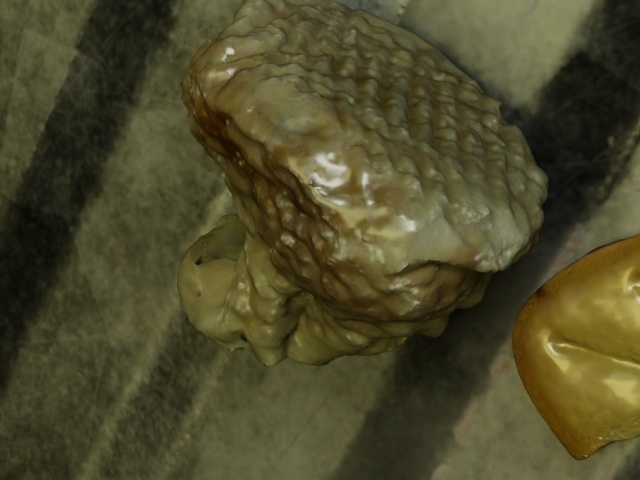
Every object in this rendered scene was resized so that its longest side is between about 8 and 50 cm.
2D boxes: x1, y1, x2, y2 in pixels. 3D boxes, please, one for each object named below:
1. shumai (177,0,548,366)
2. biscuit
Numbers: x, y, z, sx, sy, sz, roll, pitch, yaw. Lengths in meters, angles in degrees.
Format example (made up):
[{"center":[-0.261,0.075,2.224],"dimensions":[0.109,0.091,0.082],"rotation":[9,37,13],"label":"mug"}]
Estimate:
[{"center":[0.000,0.000,1.194],"dimensions":[0.262,0.267,0.314],"rotation":[-63,25,25],"label":"shumai"},{"center":[0.271,0.062,1.177],"dimensions":[0.299,0.045,0.154],"rotation":[-15,88,32],"label":"biscuit"}]
